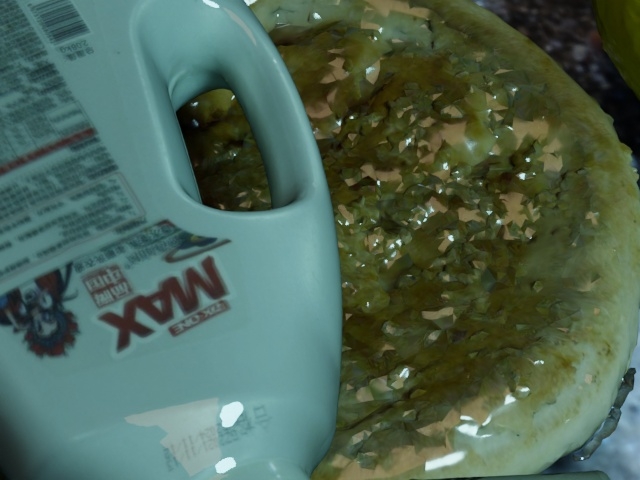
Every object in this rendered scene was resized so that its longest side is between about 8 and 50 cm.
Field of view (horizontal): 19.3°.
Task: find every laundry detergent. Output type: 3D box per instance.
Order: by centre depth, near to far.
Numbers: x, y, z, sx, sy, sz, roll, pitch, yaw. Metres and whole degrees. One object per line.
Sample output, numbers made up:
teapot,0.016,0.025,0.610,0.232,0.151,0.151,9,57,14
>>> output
laundry detergent,-0.092,0.022,0.909,0.264,0.125,0.398,-24,57,-17

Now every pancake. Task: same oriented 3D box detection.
pancake,0.000,0.001,1.033,0.382,0.071,0.382,0,54,1

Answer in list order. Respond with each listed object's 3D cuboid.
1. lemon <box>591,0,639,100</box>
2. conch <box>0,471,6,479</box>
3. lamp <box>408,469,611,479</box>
lemon,0.283,-0.136,1.052,0.236,0.236,0.263,-40,95,-27
conch,-0.163,0.181,0.896,0.106,0.079,0.170,-20,59,0
lamp,0.138,0.172,0.889,0.215,0.121,0.121,13,54,-6
